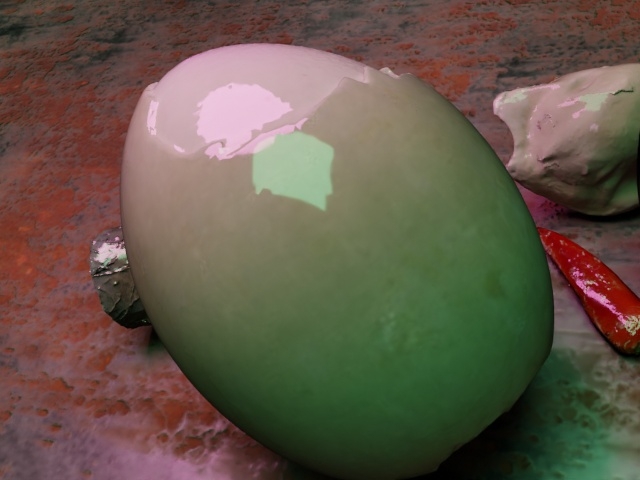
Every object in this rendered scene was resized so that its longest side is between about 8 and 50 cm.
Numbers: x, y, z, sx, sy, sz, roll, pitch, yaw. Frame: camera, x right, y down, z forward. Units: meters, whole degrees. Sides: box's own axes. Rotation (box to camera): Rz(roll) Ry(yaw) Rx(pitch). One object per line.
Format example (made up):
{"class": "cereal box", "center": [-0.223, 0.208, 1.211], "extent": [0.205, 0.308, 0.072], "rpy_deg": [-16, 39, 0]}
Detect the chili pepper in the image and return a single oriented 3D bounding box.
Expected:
{"class": "chili pepper", "center": [0.231, 0.035, 0.794], "extent": [0.045, 0.027, 0.178], "rpy_deg": [-27, 45, -3]}

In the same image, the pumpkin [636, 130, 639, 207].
{"class": "pumpkin", "center": [0.389, -0.044, 0.659], "extent": [0.323, 0.241, 0.323], "rpy_deg": [-13, 46, 14]}

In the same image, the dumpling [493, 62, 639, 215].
{"class": "dumpling", "center": [0.249, -0.090, 0.839], "extent": [0.199, 0.136, 0.118], "rpy_deg": [1, 12, -5]}

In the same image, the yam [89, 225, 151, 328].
{"class": "yam", "center": [-0.111, 0.019, 0.880], "extent": [0.183, 0.107, 0.107], "rpy_deg": [-13, 47, 5]}

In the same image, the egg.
{"class": "egg", "center": [0.000, 0.000, 0.695], "extent": [0.278, 0.336, 0.278], "rpy_deg": [-39, 5, 4]}
